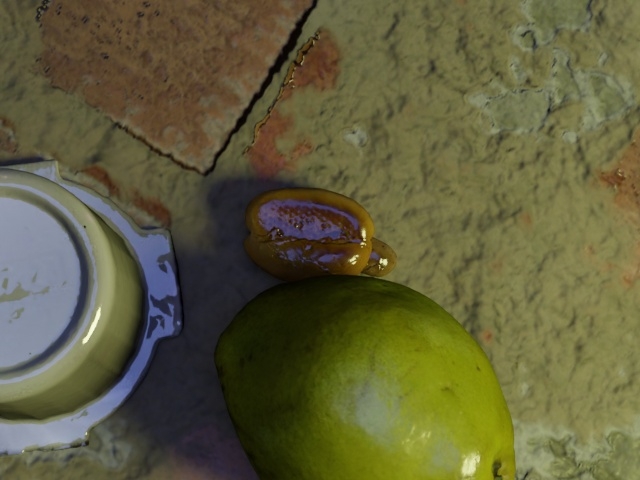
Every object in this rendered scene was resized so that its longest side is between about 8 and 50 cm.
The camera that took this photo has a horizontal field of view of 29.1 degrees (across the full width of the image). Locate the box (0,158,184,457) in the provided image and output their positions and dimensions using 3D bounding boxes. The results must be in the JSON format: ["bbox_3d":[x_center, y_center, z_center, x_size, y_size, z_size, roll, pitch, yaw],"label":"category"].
[{"bbox_3d":[-0.267,0.027,1.022,0.291,0.206,0.262,41,79,2],"label":"box"}]

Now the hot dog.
[{"bbox_3d":[0.000,-0.002,1.123,0.140,0.060,0.089,2,83,3],"label":"hot dog"}]

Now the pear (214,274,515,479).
[{"bbox_3d":[0.036,0.137,1.021,0.269,0.212,0.212,32,78,23],"label":"pear"}]
